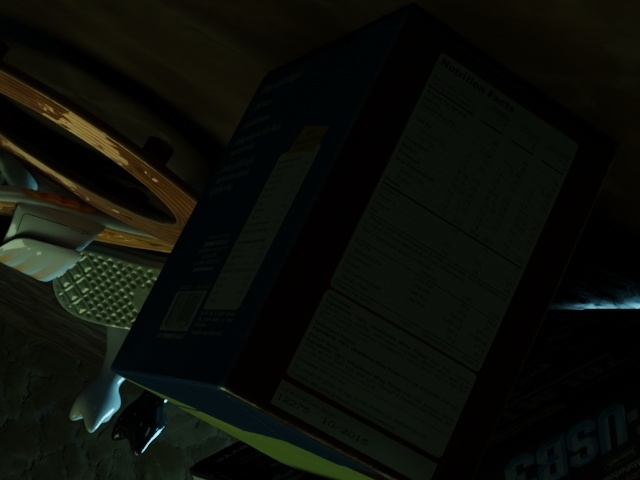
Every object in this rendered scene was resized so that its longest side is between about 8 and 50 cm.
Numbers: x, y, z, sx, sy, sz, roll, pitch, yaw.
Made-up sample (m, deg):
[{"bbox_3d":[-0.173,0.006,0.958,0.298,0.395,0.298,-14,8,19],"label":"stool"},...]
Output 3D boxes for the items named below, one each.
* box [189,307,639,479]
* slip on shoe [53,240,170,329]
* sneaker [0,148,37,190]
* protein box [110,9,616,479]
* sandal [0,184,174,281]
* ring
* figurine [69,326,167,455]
[{"bbox_3d":[0.096,0.127,0.830,0.293,0.296,0.073,-5,107,65],"label":"box"},{"bbox_3d":[-0.128,0.071,1.399,0.331,0.123,0.101,16,-164,18],"label":"slip on shoe"},{"bbox_3d":[-0.387,-0.053,1.282,0.131,0.148,0.350,23,166,14],"label":"sneaker"},{"bbox_3d":[0.014,0.014,0.684,0.136,0.201,0.200,31,165,-19],"label":"protein box"},{"bbox_3d":[-0.244,0.004,1.247,0.265,0.076,0.102,13,167,-31],"label":"sandal"},{"bbox_3d":[-0.206,-0.083,1.053,0.337,0.032,0.336,28,167,7],"label":"ring"},{"bbox_3d":[-0.257,0.185,1.800,0.092,0.209,0.215,36,164,-35],"label":"figurine"}]
